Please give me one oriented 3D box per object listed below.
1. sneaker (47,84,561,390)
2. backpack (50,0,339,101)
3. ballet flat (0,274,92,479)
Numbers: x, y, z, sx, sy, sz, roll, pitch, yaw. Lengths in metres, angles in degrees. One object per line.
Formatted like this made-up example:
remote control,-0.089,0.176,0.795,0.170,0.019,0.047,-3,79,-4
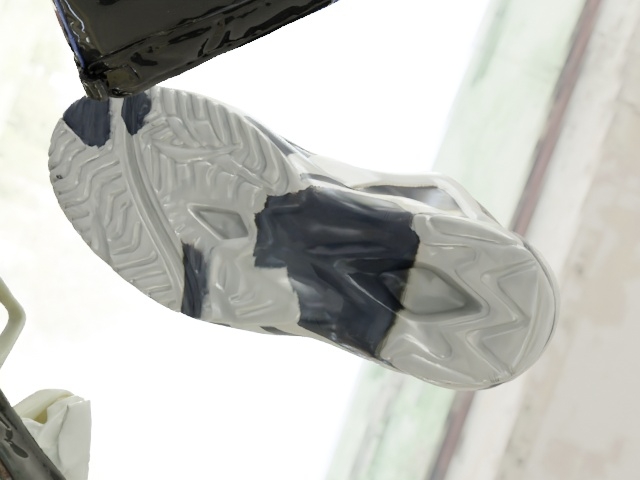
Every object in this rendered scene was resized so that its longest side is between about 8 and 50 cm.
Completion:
sneaker,0.000,0.000,0.808,0.153,0.235,0.094,18,87,-76
backpack,-0.045,-0.118,0.611,0.105,0.114,0.084,76,-6,-59
ballet flat,-0.171,0.083,0.894,0.095,0.280,0.096,2,-146,49
